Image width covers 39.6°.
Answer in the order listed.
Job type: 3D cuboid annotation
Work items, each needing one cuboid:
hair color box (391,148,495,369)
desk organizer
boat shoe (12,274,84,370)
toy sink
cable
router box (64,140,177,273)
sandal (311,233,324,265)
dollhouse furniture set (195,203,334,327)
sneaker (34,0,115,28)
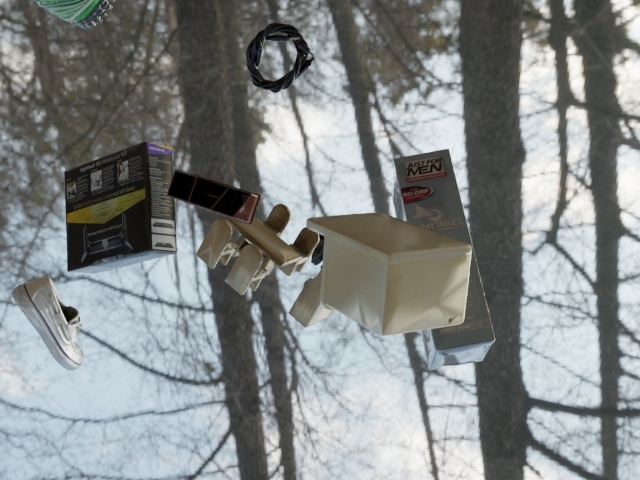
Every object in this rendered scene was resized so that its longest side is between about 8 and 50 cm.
[{"bbox_3d":[0.224,0.038,1.683,0.113,0.185,0.375,-11,-109,-1],"label":"hair color box"},{"bbox_3d":[-0.159,-0.066,1.315,0.130,0.047,0.050,18,180,28],"label":"desk organizer"},{"bbox_3d":[-0.464,0.152,1.593,0.075,0.226,0.083,-27,-130,-7],"label":"boat shoe"},{"bbox_3d":[0.092,0.048,1.352,0.152,0.131,0.234,-5,-163,-32],"label":"toy sink"},{"bbox_3d":[-0.115,-0.455,2.229,0.184,0.150,0.047,-35,-157,28],"label":"cable"},{"bbox_3d":[-0.456,-0.067,2.004,0.308,0.243,0.081,-12,168,39],"label":"router box"},{"bbox_3d":[0.000,0.000,1.821,0.040,0.067,0.179,40,-165,-7],"label":"sandal"},{"bbox_3d":[-0.055,0.011,1.600,0.242,0.161,0.212,39,-155,18],"label":"dollhouse furniture set"},{"bbox_3d":[-0.386,-0.505,1.536,0.146,0.343,0.134,9,-131,-47],"label":"sneaker"}]
